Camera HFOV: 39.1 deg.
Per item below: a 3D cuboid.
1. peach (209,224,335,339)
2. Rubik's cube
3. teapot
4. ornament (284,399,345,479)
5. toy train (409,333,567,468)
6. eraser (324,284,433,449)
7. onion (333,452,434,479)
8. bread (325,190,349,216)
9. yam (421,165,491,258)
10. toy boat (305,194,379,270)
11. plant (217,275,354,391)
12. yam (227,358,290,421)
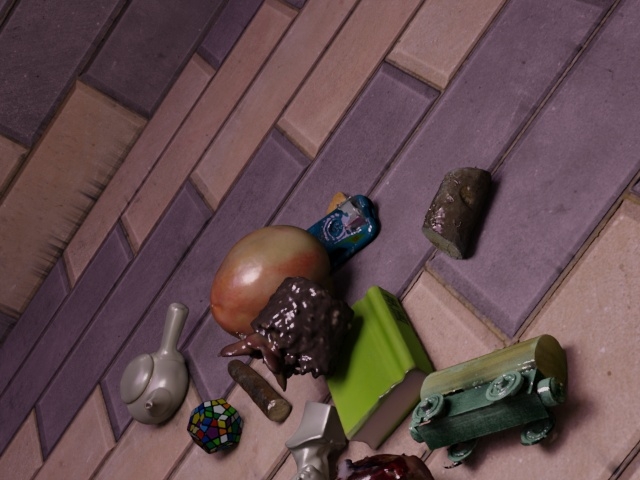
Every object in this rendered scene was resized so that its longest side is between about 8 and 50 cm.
[{"bbox_3d":[-0.106,0.110,2.019,0.247,0.292,0.292,42,101,34],"label":"peach"},{"bbox_3d":[-0.249,0.439,2.131,0.133,0.133,0.112,-36,66,33],"label":"Rubik's cube"},{"bbox_3d":[-0.439,0.337,2.449,0.220,0.149,0.318,-13,55,48],"label":"teapot"},{"bbox_3d":[-0.017,0.456,1.788,0.120,0.130,0.285,-14,45,39],"label":"ornament"},{"bbox_3d":[0.289,0.270,1.530,0.307,0.126,0.189,-29,11,41],"label":"toy train"},{"bbox_3d":[0.106,0.249,1.807,0.210,0.092,0.274,-50,31,16],"label":"eraser"},{"bbox_3d":[0.088,0.499,1.517,0.314,0.232,0.314,-51,7,9],"label":"onion"},{"bbox_3d":[0.046,-0.073,2.212,0.083,0.035,0.070,-61,30,11],"label":"bread"},{"bbox_3d":[0.274,-0.063,1.821,0.107,0.107,0.183,7,68,56],"label":"yam"},{"bbox_3d":[0.000,0.000,2.141,0.299,0.092,0.134,-37,55,32],"label":"toy boat"},{"bbox_3d":[-0.050,0.193,1.820,0.234,0.204,0.178,-57,17,-16],"label":"plant"},{"bbox_3d":[-0.151,0.347,2.124,0.061,0.061,0.274,-60,30,0],"label":"yam"}]
